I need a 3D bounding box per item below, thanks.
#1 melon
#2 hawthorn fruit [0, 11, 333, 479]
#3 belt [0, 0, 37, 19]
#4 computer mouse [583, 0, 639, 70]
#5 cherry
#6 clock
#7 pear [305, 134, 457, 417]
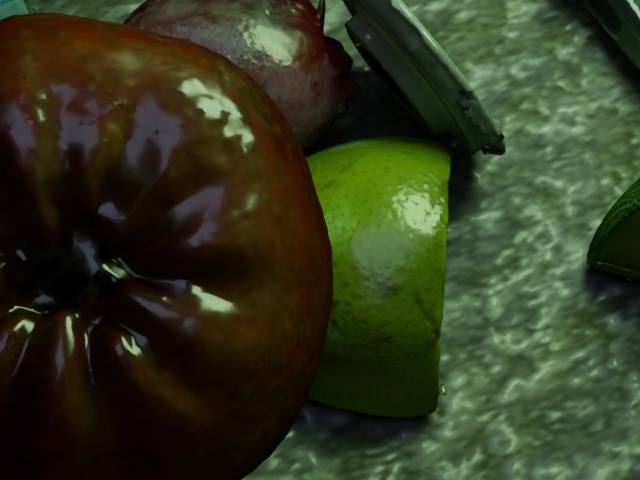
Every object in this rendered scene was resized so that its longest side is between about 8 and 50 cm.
[{"bbox_3d":[0.391,-0.036,1.427,0.265,0.169,0.129,13,56,4],"label":"melon"},{"bbox_3d":[-0.186,0.034,1.237,0.403,0.403,0.403,1,57,-2],"label":"hawthorn fruit"},{"bbox_3d":[-0.273,-0.141,1.517,0.072,0.087,0.302,-27,61,-4],"label":"belt"},{"bbox_3d":[0.360,-0.230,1.603,0.167,0.090,0.379,-22,67,-10],"label":"computer mouse"},{"bbox_3d":[-0.090,-0.163,1.463,0.250,0.175,0.192,0,66,-35],"label":"cherry"},{"bbox_3d":[0.083,-0.159,1.469,0.053,0.236,0.236,-39,64,3],"label":"clock"},{"bbox_3d":[-0.001,0.001,1.415,0.239,0.139,0.288,1,55,8],"label":"pear"}]
